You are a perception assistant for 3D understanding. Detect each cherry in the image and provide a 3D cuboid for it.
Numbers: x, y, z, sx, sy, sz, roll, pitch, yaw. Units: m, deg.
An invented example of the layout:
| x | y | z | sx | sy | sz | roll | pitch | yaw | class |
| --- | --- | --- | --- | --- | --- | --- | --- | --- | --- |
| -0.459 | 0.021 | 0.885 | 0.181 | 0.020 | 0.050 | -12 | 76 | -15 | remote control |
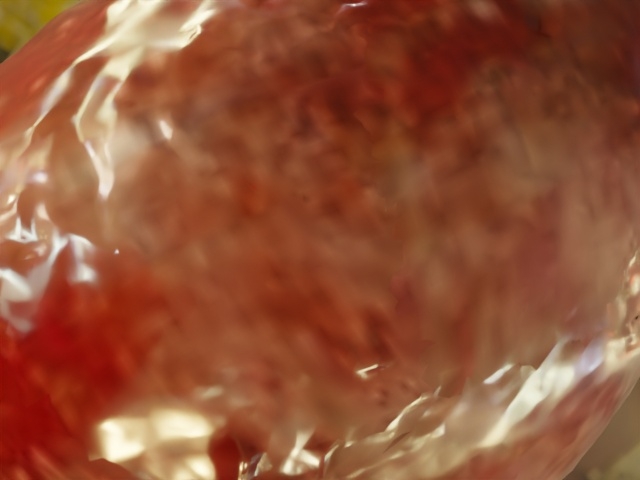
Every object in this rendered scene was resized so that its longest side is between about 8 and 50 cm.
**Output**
| x | y | z | sx | sy | sz | roll | pitch | yaw | class |
| --- | --- | --- | --- | --- | --- | --- | --- | --- | --- |
| 0.000 | 0.000 | 0.490 | 0.175 | 0.249 | 0.192 | 58 | -175 | 24 | cherry |
